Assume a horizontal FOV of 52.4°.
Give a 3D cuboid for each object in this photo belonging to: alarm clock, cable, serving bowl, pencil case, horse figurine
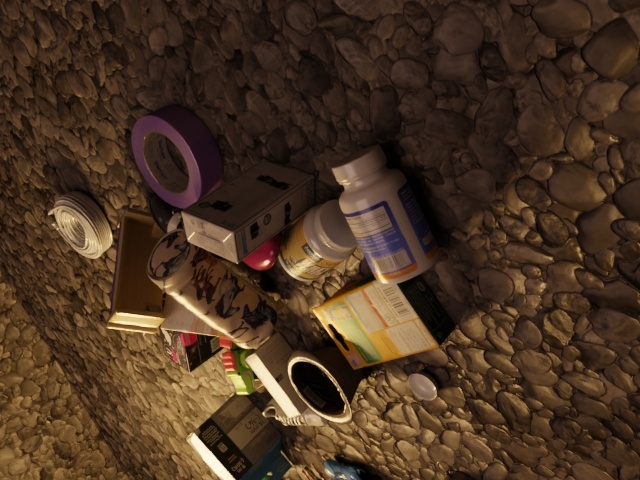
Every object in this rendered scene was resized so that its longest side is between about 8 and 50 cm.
[{"bbox_3d":[0.371,0.679,1.765,0.129,0.064,0.192,-25,97,50],"label":"alarm clock"},{"bbox_3d":[-0.868,-0.056,2.377,0.257,0.089,0.257,-29,98,49],"label":"cable"},{"bbox_3d":[0.266,0.365,1.654,0.083,0.027,0.083,25,134,29],"label":"serving bowl"},{"bbox_3d":[-0.284,0.131,1.777,0.410,0.183,0.160,45,176,-39],"label":"pencil case"},{"bbox_3d":[0.014,0.838,2.219,0.174,0.066,0.263,51,139,11],"label":"horse figurine"}]

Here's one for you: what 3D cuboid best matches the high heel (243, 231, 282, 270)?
[{"bbox_3d":[-0.225,-0.013,1.636,0.181,0.127,0.377,19,176,-24],"label":"high heel"}]

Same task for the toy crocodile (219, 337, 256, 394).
[{"bbox_3d":[-0.268,0.313,2.023,0.115,0.105,0.340,-9,89,47],"label":"toy crocodile"}]

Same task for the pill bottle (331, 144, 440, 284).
[{"bbox_3d":[0.132,-0.057,1.372,0.152,0.152,0.272,-13,108,48],"label":"pill bottle"}]

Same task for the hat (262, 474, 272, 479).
[{"bbox_3d":[-0.187,0.909,2.495,0.208,0.183,0.173,8,146,-12],"label":"hat"}]

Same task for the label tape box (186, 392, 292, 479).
[{"bbox_3d":[-0.261,0.725,2.261,0.333,0.240,0.106,46,138,6],"label":"label tape box"}]

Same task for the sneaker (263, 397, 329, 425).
[{"bbox_3d":[-0.075,0.554,2.070,0.235,0.095,0.090,3,119,40],"label":"sneaker"}]

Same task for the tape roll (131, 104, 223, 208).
[{"bbox_3d":[-0.397,-0.230,1.797,0.275,0.090,0.274,24,132,30],"label":"tape roll"}]

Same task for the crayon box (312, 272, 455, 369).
[{"bbox_3d":[0.145,0.188,1.596,0.323,0.083,0.203,-30,96,49],"label":"crayon box"}]

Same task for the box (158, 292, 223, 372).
[{"bbox_3d":[-0.432,0.277,2.148,0.142,0.163,0.247,26,133,33],"label":"box"}]

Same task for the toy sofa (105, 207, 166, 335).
[{"bbox_3d":[-0.562,0.101,1.997,0.177,0.150,0.362,-40,46,49],"label":"toy sofa"}]

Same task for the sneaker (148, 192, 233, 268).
[{"bbox_3d":[-0.366,-0.035,1.910,0.146,0.122,0.330,-40,87,33],"label":"sneaker"}]

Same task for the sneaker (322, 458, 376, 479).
[{"bbox_3d":[0.098,0.742,2.078,0.209,0.069,0.082,24,105,39],"label":"sneaker"}]

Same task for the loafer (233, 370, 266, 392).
[{"bbox_3d":[-0.197,0.441,2.121,0.087,0.094,0.251,30,150,-18],"label":"loafer"}]

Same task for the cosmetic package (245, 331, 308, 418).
[{"bbox_3d":[-0.109,0.410,1.977,0.231,0.117,0.085,51,142,-1],"label":"cosmetic package"}]

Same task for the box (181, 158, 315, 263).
[{"bbox_3d":[-0.161,-0.077,1.529,0.169,0.290,0.087,20,132,30],"label":"box"}]

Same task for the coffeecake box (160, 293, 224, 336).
[{"bbox_3d":[-0.371,0.207,1.953,0.185,0.142,0.068,6,171,11],"label":"coffeecake box"}]

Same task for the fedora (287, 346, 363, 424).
[{"bbox_3d":[0.031,0.382,1.814,0.243,0.124,0.275,58,148,-4],"label":"fedora"}]

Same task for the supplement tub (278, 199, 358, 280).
[{"bbox_3d":[0.000,0.000,1.544,0.144,0.144,0.200,52,141,0],"label":"supplement tub"}]
